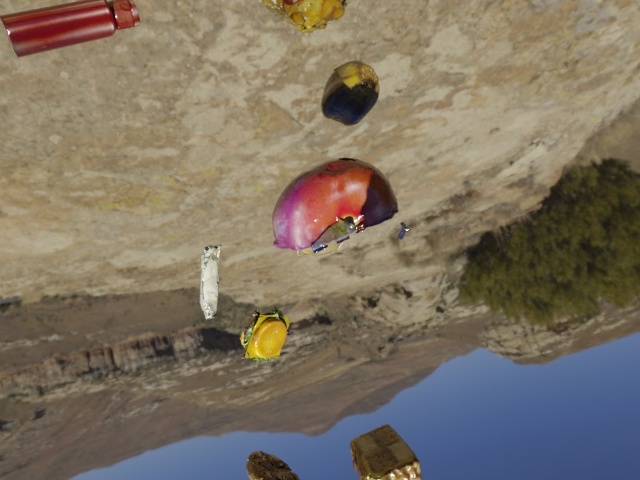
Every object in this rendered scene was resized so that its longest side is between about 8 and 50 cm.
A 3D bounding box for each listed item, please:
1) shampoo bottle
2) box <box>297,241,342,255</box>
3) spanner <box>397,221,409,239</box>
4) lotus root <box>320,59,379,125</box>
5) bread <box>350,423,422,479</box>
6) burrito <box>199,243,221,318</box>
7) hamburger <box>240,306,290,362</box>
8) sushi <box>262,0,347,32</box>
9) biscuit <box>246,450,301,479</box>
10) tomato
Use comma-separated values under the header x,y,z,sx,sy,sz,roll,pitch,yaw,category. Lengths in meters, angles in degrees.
x,y,z,sx,sy,sz,roll,pitch,yaw,category
-0.520,-0.458,0.997,0.260,0.064,0.102,-27,178,-25,shampoo bottle
0.000,0.000,1.507,0.177,0.111,0.111,-3,162,-41,box
0.349,-0.039,2.006,0.012,0.046,0.208,-45,168,-8,spanner
0.105,-0.507,1.608,0.193,0.193,0.291,-14,178,-15,lotus root
0.189,0.664,1.427,0.181,0.096,0.222,-15,-166,-14,bread
-0.323,0.123,1.373,0.058,0.230,0.063,5,-171,-13,burrito
-0.180,0.295,1.497,0.093,0.190,0.164,25,174,43,hamburger
-0.035,-0.550,1.011,0.199,0.204,0.213,6,160,-5,sushi
-0.128,0.708,1.399,0.042,0.226,0.226,-51,165,0,biscuit
0.012,-0.105,1.174,0.334,0.177,0.289,-22,-167,-15,tomato
